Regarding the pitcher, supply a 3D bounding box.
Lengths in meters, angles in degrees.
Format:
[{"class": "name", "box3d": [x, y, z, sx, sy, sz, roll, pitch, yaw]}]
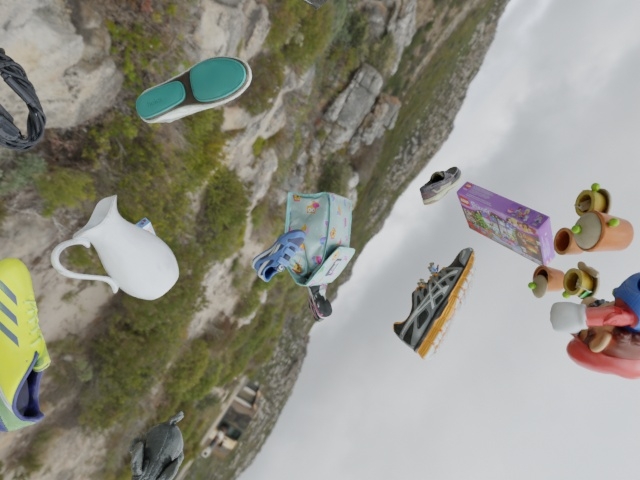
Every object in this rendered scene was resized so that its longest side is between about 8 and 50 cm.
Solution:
[{"class": "pitcher", "box3d": [-0.401, 0.041, 0.883, 0.125, 0.207, 0.177, 1, -134, 47]}]

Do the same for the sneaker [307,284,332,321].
[{"class": "sneaker", "box3d": [-0.019, 0.186, 1.454, 0.077, 0.072, 0.178, 123, -34, -45]}]

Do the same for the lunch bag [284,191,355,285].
[{"class": "lunch bag", "box3d": [0.000, 0.000, 1.256, 0.223, 0.160, 0.262, 4, 88, -70]}]

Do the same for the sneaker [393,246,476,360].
[{"class": "sneaker", "box3d": [0.204, 0.096, 0.766, 0.215, 0.083, 0.084, -54, 147, -16]}]

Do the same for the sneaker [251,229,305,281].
[{"class": "sneaker", "box3d": [-0.084, 0.034, 0.967, 0.144, 0.059, 0.053, -41, 140, 11]}]

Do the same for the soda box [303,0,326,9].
[{"class": "soda box", "box3d": [-0.006, -0.692, 1.225, 0.053, 0.060, 0.169, -62, -161, 10]}]

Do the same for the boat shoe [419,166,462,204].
[{"class": "boat shoe", "box3d": [0.516, -0.255, 1.896, 0.285, 0.092, 0.103, -41, -158, -32]}]

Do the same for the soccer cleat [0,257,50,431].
[{"class": "soccer cleat", "box3d": [-0.511, 0.173, 0.757, 0.093, 0.121, 0.289, 55, 32, -80]}]

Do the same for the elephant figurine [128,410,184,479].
[{"class": "elephant figurine", "box3d": [-0.465, 0.636, 1.226, 0.169, 0.186, 0.239, -13, -168, -3]}]

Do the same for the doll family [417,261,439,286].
[{"class": "doll family", "box3d": [0.478, 0.187, 1.921, 0.193, 0.111, 0.076, -51, -139, -10]}]

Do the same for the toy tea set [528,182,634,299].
[{"class": "toy tea set", "box3d": [0.617, 0.029, 1.104, 0.200, 0.124, 0.336, -93, -168, -57]}]

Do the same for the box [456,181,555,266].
[{"class": "box", "box3d": [0.573, -0.053, 1.376, 0.057, 0.201, 0.293, -44, -136, -7]}]

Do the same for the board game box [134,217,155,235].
[{"class": "board game box", "box3d": [-0.774, 0.018, 1.802, 0.211, 0.039, 0.160, -44, 165, -25]}]

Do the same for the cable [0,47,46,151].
[{"class": "cable", "box3d": [-0.508, -0.229, 0.716, 0.184, 0.047, 0.150, 106, -26, -77]}]

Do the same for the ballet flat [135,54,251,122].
[{"class": "ballet flat", "box3d": [-0.364, -0.444, 1.327, 0.400, 0.139, 0.139, -12, -161, 20]}]

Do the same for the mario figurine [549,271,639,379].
[{"class": "mario figurine", "box3d": [0.517, 0.092, 0.747, 0.170, 0.198, 0.320, -51, 164, -50]}]
